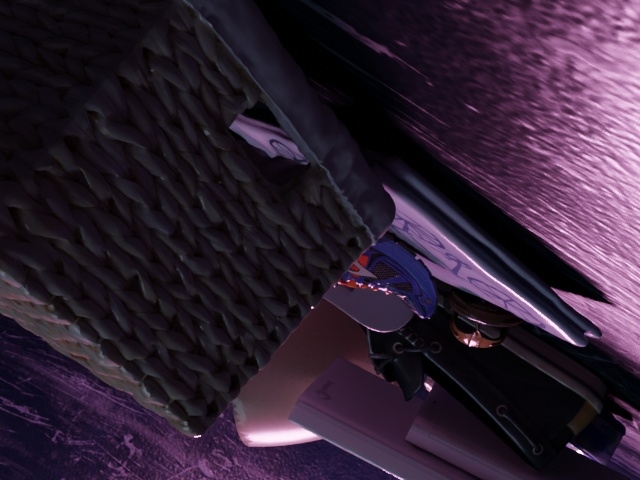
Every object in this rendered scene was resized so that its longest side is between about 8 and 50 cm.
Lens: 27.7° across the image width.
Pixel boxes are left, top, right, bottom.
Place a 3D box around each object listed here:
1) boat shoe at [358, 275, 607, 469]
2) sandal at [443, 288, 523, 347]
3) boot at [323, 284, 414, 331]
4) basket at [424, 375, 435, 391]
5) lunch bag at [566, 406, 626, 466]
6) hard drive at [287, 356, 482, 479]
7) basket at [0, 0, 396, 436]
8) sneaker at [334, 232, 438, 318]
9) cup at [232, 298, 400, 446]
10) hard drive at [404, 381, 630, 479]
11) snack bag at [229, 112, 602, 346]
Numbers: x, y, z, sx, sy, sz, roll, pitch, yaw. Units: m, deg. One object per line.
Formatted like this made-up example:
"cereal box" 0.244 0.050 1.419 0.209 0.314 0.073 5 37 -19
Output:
"boat shoe" 0.128 0.129 1.704 0.500 0.156 0.187 32 175 5
"sandal" 0.177 0.092 1.494 0.090 0.060 0.219 14 177 -4
"boot" 0.000 0.000 1.499 0.258 0.095 0.123 39 -162 -20
"basket" 0.255 0.228 2.076 0.167 0.103 0.113 31 173 13
"lunch bag" 0.331 0.248 1.916 0.219 0.090 0.176 35 169 -22
"hard drive" 0.147 0.283 1.806 0.353 0.047 0.233 26 -166 9
"basket" -0.177 -0.061 1.042 0.331 0.266 0.328 24 161 41
"sneaker" 0.026 0.018 1.343 0.221 0.087 0.083 35 176 -10
"cup" 0.016 0.177 2.079 0.236 0.331 0.331 5 167 13
"hard drive" 0.274 0.300 1.776 0.307 0.040 0.203 26 -166 8
"snack bag" 0.081 -0.024 1.300 0.323 0.037 0.342 36 175 -31
